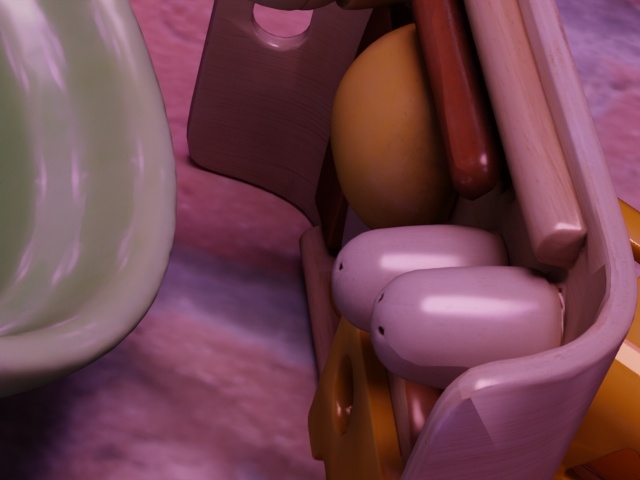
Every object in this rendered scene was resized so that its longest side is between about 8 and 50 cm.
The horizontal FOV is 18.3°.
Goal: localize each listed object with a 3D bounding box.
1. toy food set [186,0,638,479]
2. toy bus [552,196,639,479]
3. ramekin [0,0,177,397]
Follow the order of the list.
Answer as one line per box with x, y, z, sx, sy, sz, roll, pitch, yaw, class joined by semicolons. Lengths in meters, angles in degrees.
0.000;0.000;0.635;0.092;0.220;0.306;5;46;-14;toy food set
0.135;0.065;0.694;0.202;0.104;0.191;2;46;-15;toy bus
-0.197;-0.061;0.598;0.303;0.148;0.303;44;27;-29;ramekin
